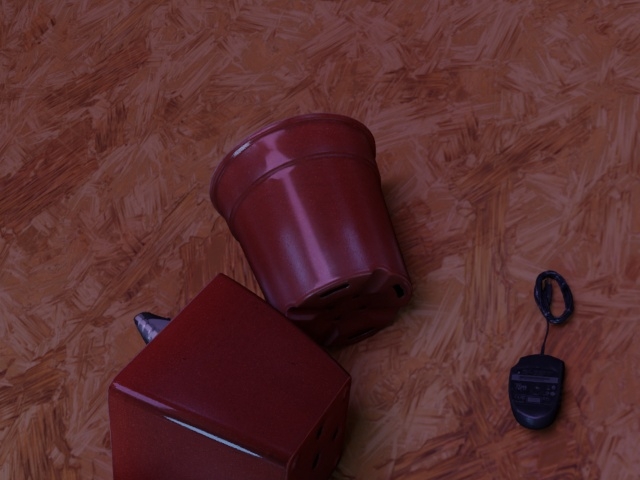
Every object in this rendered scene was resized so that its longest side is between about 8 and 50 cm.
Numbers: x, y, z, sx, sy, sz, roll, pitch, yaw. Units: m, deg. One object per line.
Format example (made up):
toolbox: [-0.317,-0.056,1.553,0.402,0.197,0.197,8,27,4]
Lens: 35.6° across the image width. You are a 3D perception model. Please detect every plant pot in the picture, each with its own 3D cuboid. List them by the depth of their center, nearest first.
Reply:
plant pot: [-0.106,0.252,1.337,0.235,0.267,0.267,21,40,19]
plant pot: [0.000,0.000,1.483,0.272,0.272,0.265,-28,59,11]

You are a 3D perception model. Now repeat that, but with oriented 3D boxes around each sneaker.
sneaker: [-0.202,0.159,1.611,0.132,0.086,0.228,-35,41,-18]

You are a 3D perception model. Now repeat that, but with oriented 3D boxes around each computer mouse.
computer mouse: [0.302,0.148,1.346,0.071,0.041,0.242,4,56,22]
